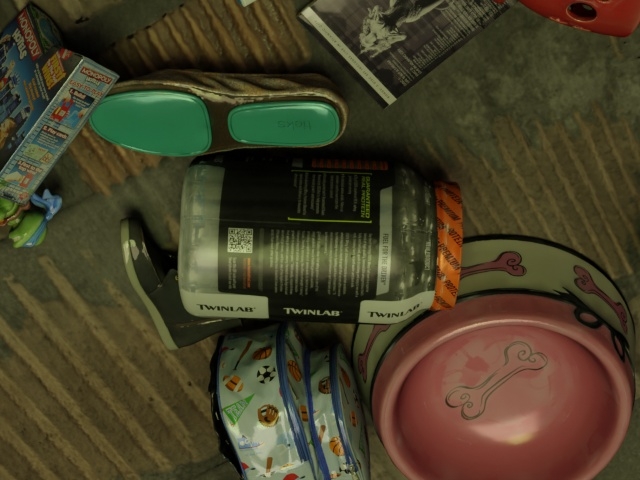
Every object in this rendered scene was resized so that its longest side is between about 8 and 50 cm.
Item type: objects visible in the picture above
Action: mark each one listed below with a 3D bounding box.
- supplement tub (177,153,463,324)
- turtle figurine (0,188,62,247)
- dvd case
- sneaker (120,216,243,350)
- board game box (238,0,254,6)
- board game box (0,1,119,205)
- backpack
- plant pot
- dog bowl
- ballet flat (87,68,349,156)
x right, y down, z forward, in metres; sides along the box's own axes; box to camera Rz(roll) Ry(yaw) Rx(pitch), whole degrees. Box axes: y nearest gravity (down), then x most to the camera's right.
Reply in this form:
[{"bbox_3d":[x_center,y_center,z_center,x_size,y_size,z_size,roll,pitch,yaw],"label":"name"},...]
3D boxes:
[{"bbox_3d":[0.000,0.000,1.367,0.338,0.207,0.207,3,121,0],"label":"supplement tub"},{"bbox_3d":[-0.494,-0.043,1.359,0.274,0.198,0.266,-34,111,15],"label":"turtle figurine"},{"bbox_3d":[0.106,-0.281,1.307,0.221,0.018,0.164,-38,114,20],"label":"dvd case"},{"bbox_3d":[-0.187,0.045,1.480,0.118,0.083,0.222,-17,128,5],"label":"sneaker"},{"bbox_3d":[-0.013,-0.439,1.078,0.302,0.086,0.308,-30,132,-7],"label":"board game box"},{"bbox_3d":[-0.333,-0.178,1.297,0.194,0.194,0.060,-38,145,21],"label":"board game box"},{"bbox_3d":[-0.046,0.244,1.491,0.213,0.276,0.263,-23,116,4],"label":"backpack"},{"bbox_3d":[0.271,-0.326,1.181,0.174,0.191,0.191,9,121,3],"label":"plant pot"},{"bbox_3d":[0.247,0.202,1.518,0.408,0.150,0.408,0,121,0],"label":"dog bowl"},{"bbox_3d":[-0.123,-0.162,1.331,0.316,0.106,0.107,4,127,0],"label":"ballet flat"}]
